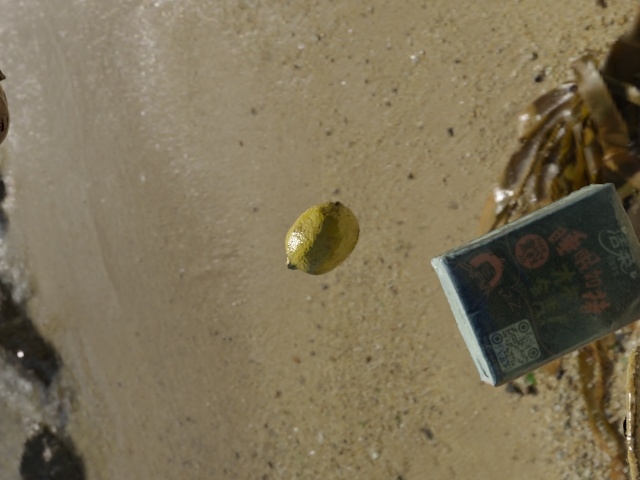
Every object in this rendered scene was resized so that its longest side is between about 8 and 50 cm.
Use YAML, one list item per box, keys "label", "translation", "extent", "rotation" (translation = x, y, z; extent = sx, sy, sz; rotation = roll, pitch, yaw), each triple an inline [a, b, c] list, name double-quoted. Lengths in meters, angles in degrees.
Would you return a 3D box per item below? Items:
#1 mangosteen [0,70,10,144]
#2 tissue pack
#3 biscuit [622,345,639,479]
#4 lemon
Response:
- label: "mangosteen"
  translation: [-0.301, -0.109, 0.764]
  extent: [0.081, 0.081, 0.081]
  rotation: [17, 114, 44]
- label: "tissue pack"
  translation: [0.365, 0.069, 1.462]
  extent: [0.103, 0.315, 0.228]
  rotation: [-171, 58, -82]
- label: "biscuit"
  translation: [0.458, 0.258, 1.302]
  extent: [0.033, 0.220, 0.220]
  rotation: [-3, 100, 25]
- label: "lemon"
  translation: [0.000, 0.000, 1.152]
  extent: [0.111, 0.082, 0.082]
  rotation: [-46, 65, 17]
